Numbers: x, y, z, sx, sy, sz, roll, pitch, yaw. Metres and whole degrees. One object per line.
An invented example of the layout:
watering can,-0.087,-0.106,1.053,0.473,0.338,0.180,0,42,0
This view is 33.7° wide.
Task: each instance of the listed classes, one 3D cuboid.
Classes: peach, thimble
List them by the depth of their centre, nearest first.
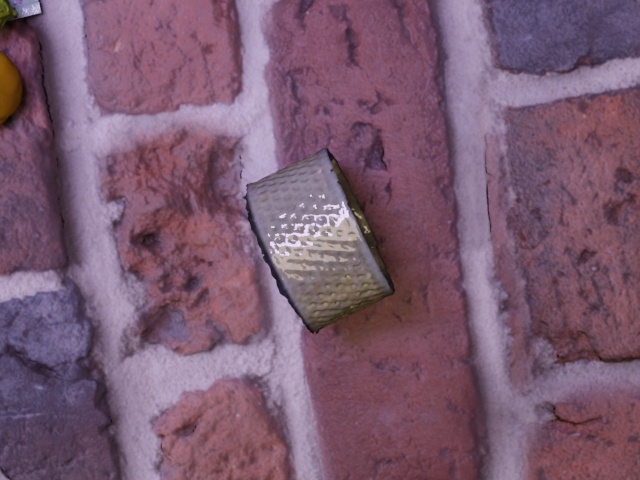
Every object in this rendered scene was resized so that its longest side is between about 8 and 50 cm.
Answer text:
thimble,0.000,0.000,1.672,0.150,0.271,0.271,-26,95,6
peach,-0.580,-0.257,1.749,0.179,0.179,0.103,6,60,5

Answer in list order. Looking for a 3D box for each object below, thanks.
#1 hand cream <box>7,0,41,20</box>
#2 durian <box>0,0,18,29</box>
hand cream,-0.544,-0.534,1.754,0.085,0.058,0.331,-11,97,6
durian,-0.689,-0.432,1.711,0.256,0.204,0.339,-35,90,13
